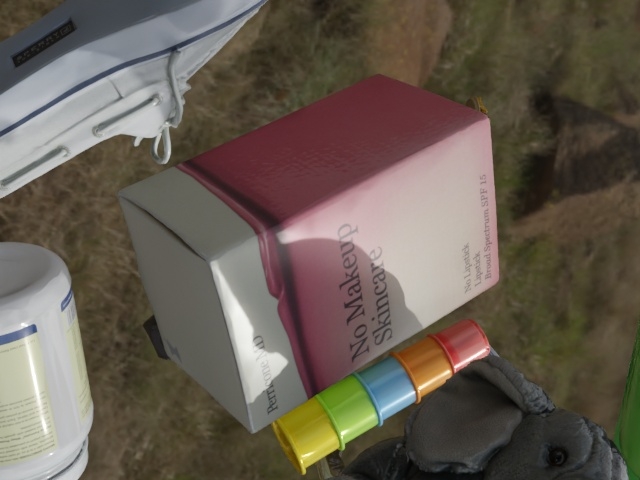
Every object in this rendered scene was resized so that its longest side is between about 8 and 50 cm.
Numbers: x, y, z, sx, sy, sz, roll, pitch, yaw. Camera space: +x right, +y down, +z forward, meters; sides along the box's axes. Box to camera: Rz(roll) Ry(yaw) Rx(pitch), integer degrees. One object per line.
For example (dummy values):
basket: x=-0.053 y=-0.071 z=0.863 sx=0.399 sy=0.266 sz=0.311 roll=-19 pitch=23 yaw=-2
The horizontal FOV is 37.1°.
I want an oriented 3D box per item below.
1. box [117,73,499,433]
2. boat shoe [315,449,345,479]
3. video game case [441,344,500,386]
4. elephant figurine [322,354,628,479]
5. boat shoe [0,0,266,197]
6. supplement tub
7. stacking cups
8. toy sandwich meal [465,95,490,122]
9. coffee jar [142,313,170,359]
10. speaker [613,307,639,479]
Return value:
box: x=0.000 y=0.000 z=0.676 sx=0.232 sy=0.127 sz=0.148 roll=-29 pitch=127 yaw=-26
boat shoe: x=0.010 y=0.371 z=1.622 sx=0.045 sy=0.050 sz=0.135 roll=-57 pitch=-165 yaw=17
video game case: x=0.276 y=0.246 z=1.742 sx=0.122 sy=0.087 sz=0.011 roll=-38 pitch=159 yaw=-1
elephant figurine: x=0.127 y=0.163 z=0.619 sx=0.239 sy=0.186 sz=0.169 roll=-36 pitch=145 yaw=18
boat shoe: x=-0.182 y=-0.143 z=0.898 sx=0.367 sy=0.136 sz=0.156 roll=-31 pitch=134 yaw=-1
supplement tub: x=-0.450 y=0.190 z=1.341 sx=0.235 sy=0.235 sz=0.324 roll=-36 pitch=131 yaw=-49
stacking cups: x=0.085 y=0.198 z=1.309 sx=0.316 sy=0.096 sz=0.096 roll=-29 pitch=133 yaw=-14
toy sandwich meal: x=0.312 y=-0.248 z=1.897 sx=0.085 sy=0.029 sz=0.085 roll=177 pitch=-90 yaw=-79
coffee jar: x=-0.264 y=0.160 z=1.925 sx=0.184 sy=0.079 sz=0.096 roll=-34 pitch=111 yaw=-30
speaker: x=0.343 y=0.137 z=0.869 sx=0.131 sy=0.131 sz=0.296 roll=-54 pitch=151 yaw=-34
